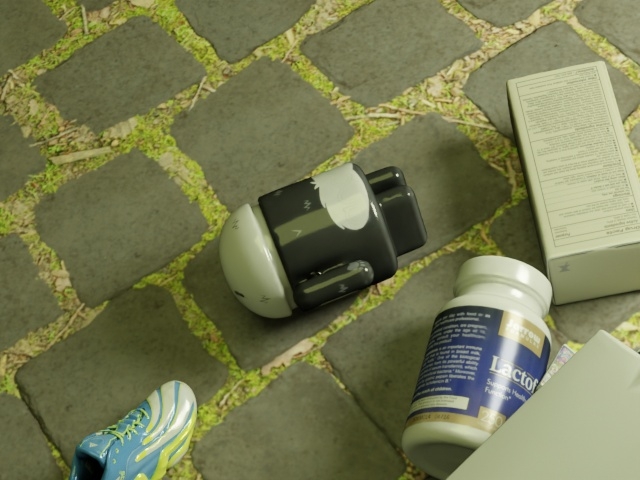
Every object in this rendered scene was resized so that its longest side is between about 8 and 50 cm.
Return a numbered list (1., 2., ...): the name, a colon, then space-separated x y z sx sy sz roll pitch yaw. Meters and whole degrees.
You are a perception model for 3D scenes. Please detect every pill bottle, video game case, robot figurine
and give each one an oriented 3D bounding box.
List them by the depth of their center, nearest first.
1. video game case: 0.318 0.182 1.651 0.087 0.011 0.122 40 30 6
2. pill bottle: 0.203 0.161 1.669 0.153 0.153 0.264 7 59 18
3. robot figurine: 0.000 0.001 1.821 0.278 0.209 0.173 -21 83 -2

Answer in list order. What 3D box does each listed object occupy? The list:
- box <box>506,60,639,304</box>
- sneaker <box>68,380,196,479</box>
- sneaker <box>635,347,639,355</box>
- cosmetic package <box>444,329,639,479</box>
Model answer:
1. box: 0.351 -0.081 1.816 0.148 0.121 0.311 -10 55 7
2. sneaker: -0.244 0.267 1.722 0.091 0.126 0.240 17 63 23
3. sneaker: 0.491 0.170 1.628 0.235 0.094 0.153 21 72 36
4. cosmetic package: 0.267 0.308 1.471 0.385 0.156 0.217 -42 33 -1
